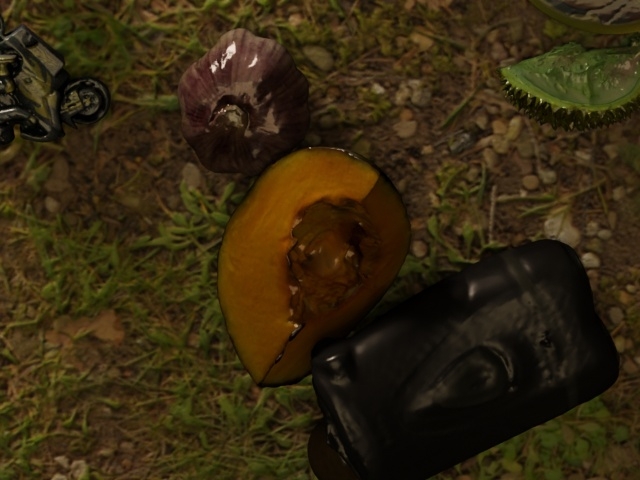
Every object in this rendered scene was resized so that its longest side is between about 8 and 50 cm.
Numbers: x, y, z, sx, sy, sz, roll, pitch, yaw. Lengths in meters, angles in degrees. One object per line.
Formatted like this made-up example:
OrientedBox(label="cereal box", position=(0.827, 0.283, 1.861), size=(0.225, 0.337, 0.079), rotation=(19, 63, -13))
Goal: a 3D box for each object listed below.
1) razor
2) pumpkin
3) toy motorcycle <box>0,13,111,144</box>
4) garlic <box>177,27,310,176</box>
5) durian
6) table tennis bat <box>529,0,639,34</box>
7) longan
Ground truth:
OrientedBox(label="razor", position=(0.161, 0.141, 1.668), size=(0.349, 0.113, 0.204), rotation=(-24, 106, -10))
OrientedBox(label="pumpkin", position=(0.000, 0.000, 1.649), size=(0.148, 0.169, 0.312), rotation=(45, 123, 21))
OrientedBox(label="toy motorcycle", position=(-0.329, -0.164, 1.604), size=(0.193, 0.061, 0.124), rotation=(35, 98, -21))
OrientedBox(label="garlic", position=(-0.082, -0.141, 1.597), size=(0.147, 0.102, 0.159), rotation=(17, 109, -9))
OrientedBox(label="durian", position=(0.301, -0.170, 1.613), size=(0.215, 0.086, 0.100), rotation=(-11, 94, -4))
OrientedBox(label="table tennis bat", position=(0.368, -0.308, 1.576), size=(0.369, 0.054, 0.224), rotation=(19, 107, -4))
OrientedBox(label="longan", position=(0.040, 0.244, 1.743), size=(0.113, 0.092, 0.113), rotation=(-5, 104, -22))
